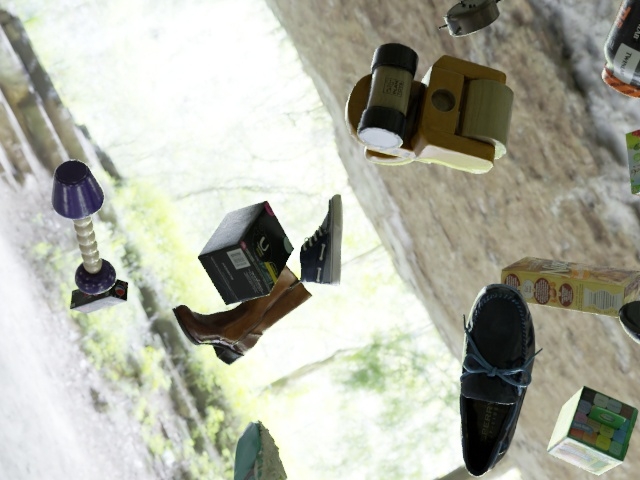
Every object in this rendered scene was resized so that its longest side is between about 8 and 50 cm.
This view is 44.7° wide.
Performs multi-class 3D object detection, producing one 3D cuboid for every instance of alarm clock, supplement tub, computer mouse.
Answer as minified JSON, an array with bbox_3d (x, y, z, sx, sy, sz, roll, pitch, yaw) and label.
[{"bbox_3d":[0.394,-0.575,1.944,0.064,0.192,0.129,65,-5,-26],"label":"alarm clock"},{"bbox_3d":[0.799,-0.515,1.818,0.207,0.207,0.338,53,-36,40],"label":"supplement tub"},{"bbox_3d":[0.821,0.217,1.787,0.272,0.188,0.072,13,-48,17],"label":"computer mouse"}]

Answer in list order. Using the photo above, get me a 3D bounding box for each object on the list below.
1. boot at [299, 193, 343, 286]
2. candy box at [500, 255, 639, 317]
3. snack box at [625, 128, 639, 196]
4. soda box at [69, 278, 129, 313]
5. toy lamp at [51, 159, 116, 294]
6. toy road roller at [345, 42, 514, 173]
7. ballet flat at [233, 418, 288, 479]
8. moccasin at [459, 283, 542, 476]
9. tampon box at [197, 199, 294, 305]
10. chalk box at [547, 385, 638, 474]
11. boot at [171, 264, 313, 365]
[{"bbox_3d":[0.000,0.000,1.546,0.069,0.086,0.190,-67,159,-76],"label":"boot"},{"bbox_3d":[0.649,0.116,2.016,0.316,0.183,0.088,9,-75,35],"label":"candy box"},{"bbox_3d":[0.716,-0.175,1.676,0.100,0.037,0.141,-17,-109,52],"label":"snack box"},{"bbox_3d":[-0.564,0.141,1.984,0.060,0.169,0.053,24,58,-46],"label":"soda box"},{"bbox_3d":[-0.365,-0.018,1.210,0.080,0.080,0.275,57,-22,27],"label":"toy lamp"},{"bbox_3d":[0.216,-0.251,1.635,0.240,0.329,0.202,117,-14,-73],"label":"toy road roller"},{"bbox_3d":[-0.142,0.615,1.932,0.409,0.147,0.147,-99,169,-66],"label":"ballet flat"},{"bbox_3d":[0.303,0.247,1.324,0.117,0.137,0.342,-41,131,-64],"label":"moccasin"},{"bbox_3d":[-0.138,0.022,1.478,0.120,0.101,0.161,62,29,-24],"label":"tampon box"},{"bbox_3d":[0.616,0.424,1.748,0.132,0.132,0.213,23,-24,12],"label":"chalk box"},{"bbox_3d":[-0.182,0.154,1.851,0.264,0.280,0.096,46,6,-38],"label":"boot"}]
